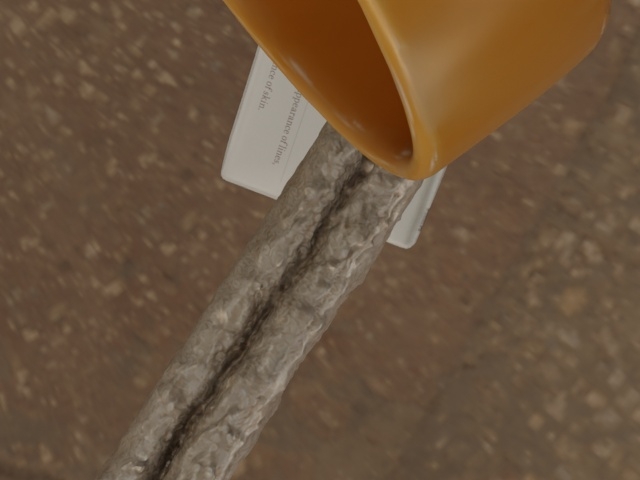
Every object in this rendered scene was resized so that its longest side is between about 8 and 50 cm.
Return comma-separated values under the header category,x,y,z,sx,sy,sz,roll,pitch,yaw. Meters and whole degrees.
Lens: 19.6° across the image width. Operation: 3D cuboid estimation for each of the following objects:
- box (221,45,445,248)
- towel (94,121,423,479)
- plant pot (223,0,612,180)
category,x,y,z,sx,sy,sz,roll,pitch,yaw
box,0.040,-0.123,1.066,0.119,0.181,0.182,21,119,3
towel,0.000,0.000,0.753,0.049,0.187,0.282,33,92,-1
plant pot,0.039,-0.150,0.443,0.188,0.205,0.205,-36,114,-5
